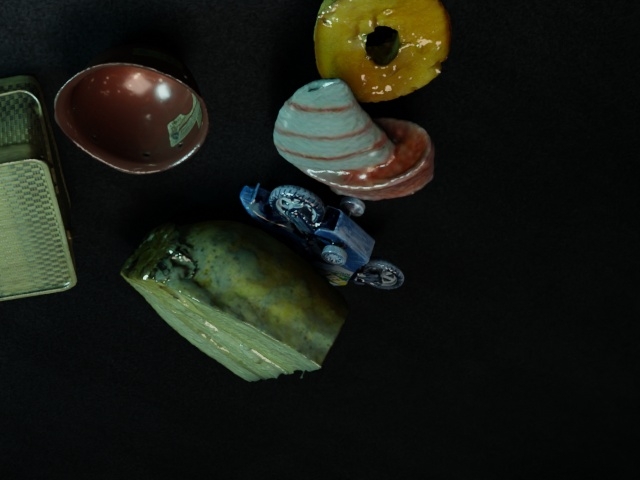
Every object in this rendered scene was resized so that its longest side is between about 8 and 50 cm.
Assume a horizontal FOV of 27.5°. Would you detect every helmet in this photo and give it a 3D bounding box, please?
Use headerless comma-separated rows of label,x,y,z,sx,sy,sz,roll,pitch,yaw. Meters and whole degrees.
helmet,-0.216,-0.167,1.494,0.175,0.106,0.155,7,134,-17

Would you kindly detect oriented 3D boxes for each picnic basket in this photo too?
picnic basket,-0.388,-0.053,1.552,0.165,0.139,0.267,-10,141,-6

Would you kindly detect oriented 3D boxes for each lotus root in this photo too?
lotus root,-0.124,0.062,1.744,0.260,0.149,0.267,35,158,-14

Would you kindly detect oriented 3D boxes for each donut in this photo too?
donut,0.069,-0.243,1.528,0.162,0.065,0.178,-1,140,-9

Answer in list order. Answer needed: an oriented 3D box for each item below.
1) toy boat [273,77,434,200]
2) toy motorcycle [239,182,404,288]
toy boat,0.021,-0.131,1.571,0.206,0.096,0.282,4,166,20
toy motorcycle,0.000,0.000,1.766,0.135,0.092,0.254,-10,141,41
